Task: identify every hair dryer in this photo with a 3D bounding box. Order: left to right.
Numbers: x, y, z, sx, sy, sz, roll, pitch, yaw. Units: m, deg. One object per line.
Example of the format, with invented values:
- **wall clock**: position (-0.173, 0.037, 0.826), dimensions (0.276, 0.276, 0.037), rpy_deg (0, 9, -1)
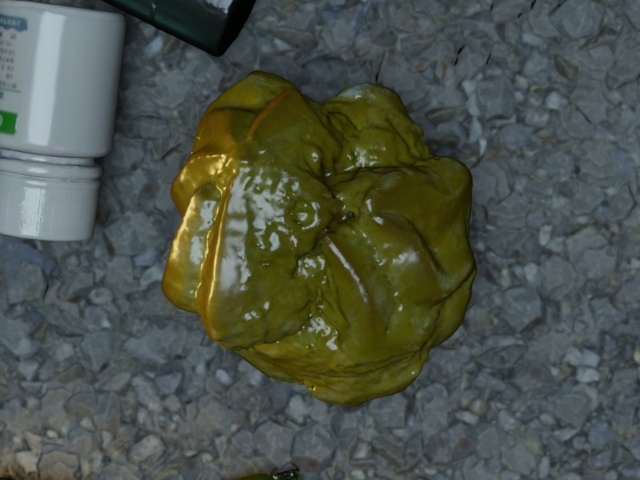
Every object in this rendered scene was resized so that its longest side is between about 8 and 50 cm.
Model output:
- **hair dryer**: position (-0.141, -0.371, 1.555), dimensions (0.244, 0.116, 0.302), rpy_deg (28, 87, 2)

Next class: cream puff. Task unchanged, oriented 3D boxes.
- **cream puff**: position (0.004, 0.008, 1.473), dimensions (0.274, 0.270, 0.323), rpy_deg (10, 98, 28)

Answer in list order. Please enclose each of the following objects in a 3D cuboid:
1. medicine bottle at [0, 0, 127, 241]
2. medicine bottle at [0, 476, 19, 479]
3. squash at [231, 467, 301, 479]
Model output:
- **medicine bottle**: position (-0.276, -0.124, 1.571), dimensions (0.139, 0.139, 0.236), rpy_deg (8, 100, 3)
- **medicine bottle**: position (-0.371, 0.293, 1.639), dimensions (0.229, 0.121, 0.083), rpy_deg (8, 99, 4)
- **squash**: position (-0.135, 0.312, 1.652), dimensions (0.252, 0.066, 0.066), rpy_deg (-29, 95, 7)
